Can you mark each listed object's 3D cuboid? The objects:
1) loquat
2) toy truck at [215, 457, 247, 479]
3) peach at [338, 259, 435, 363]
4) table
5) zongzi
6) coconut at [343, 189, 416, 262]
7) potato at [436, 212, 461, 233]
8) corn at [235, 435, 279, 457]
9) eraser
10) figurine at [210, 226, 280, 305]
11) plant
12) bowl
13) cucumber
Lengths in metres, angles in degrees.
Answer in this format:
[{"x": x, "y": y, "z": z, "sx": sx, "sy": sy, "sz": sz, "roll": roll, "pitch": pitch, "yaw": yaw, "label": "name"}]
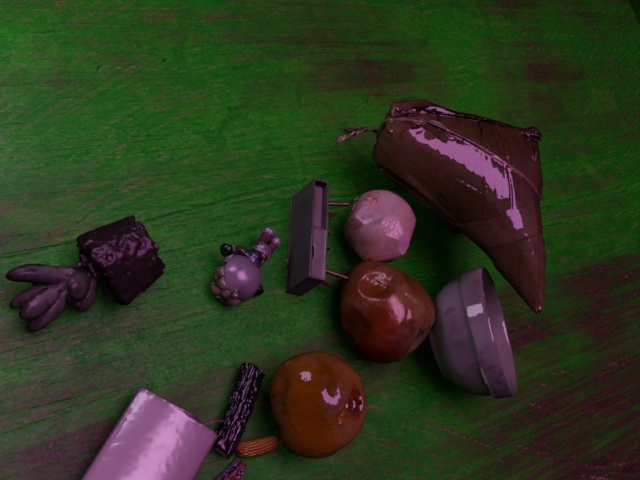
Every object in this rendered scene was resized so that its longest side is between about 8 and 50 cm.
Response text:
[{"x": -0.007, "y": 0.329, "z": 1.385, "sx": 0.213, "sy": 0.213, "sz": 0.213, "roll": 12, "pitch": 65, "yaw": -26, "label": "loquat"}, {"x": -0.176, "y": 0.458, "z": 1.327, "sx": 0.032, "sy": 0.024, "sz": 0.083, "roll": 36, "pitch": 51, "yaw": 14, "label": "toy truck"}, {"x": 0.140, "y": 0.151, "z": 1.550, "sx": 0.214, "sy": 0.214, "sz": 0.235, "roll": -24, "pitch": 66, "yaw": -35, "label": "peach"}, {"x": 0.000, "y": 0.000, "z": 1.563, "sx": 0.111, "sy": 0.121, "sz": 0.240, "roll": 14, "pitch": 64, "yaw": -24, "label": "table"}, {"x": 0.293, "y": -0.090, "z": 1.557, "sx": 0.499, "sy": 0.218, "sz": 0.467, "roll": 10, "pitch": 59, "yaw": -18, "label": "zongzi"}, {"x": 0.135, "y": -0.026, "z": 1.623, "sx": 0.171, "sy": 0.171, "sz": 0.183, "roll": 38, "pitch": 49, "yaw": -12, "label": "coconut"}, {"x": 0.412, "y": -0.122, "z": 1.842, "sx": 0.165, "sy": 0.165, "sz": 0.262, "roll": 48, "pitch": 52, "yaw": -5, "label": "potato"}, {"x": -0.125, "y": 0.412, "z": 1.370, "sx": 0.092, "sy": 0.037, "sz": 0.037, "roll": -4, "pitch": 72, "yaw": -32, "label": "corn"}, {"x": -0.320, "y": 0.421, "z": 1.213, "sx": 0.174, "sy": 0.095, "sz": 0.270, "roll": 32, "pitch": 56, "yaw": -6, "label": "eraser"}, {"x": -0.160, "y": 0.055, "z": 1.468, "sx": 0.147, "sy": 0.093, "sz": 0.197, "roll": 56, "pitch": 42, "yaw": -27, "label": "figurine"}, {"x": -0.429, "y": 0.068, "z": 1.266, "sx": 0.274, "sy": 0.149, "sz": 0.147, "roll": -27, "pitch": 111, "yaw": -30, "label": "plant"}, {"x": 0.351, "y": 0.227, "z": 1.612, "sx": 0.307, "sy": 0.163, "sz": 0.307, "roll": -17, "pitch": 90, "yaw": -74, "label": "bowl"}, {"x": -0.163, "y": 0.337, "z": 1.364, "sx": 0.058, "sy": 0.058, "sz": 0.187, "roll": 30, "pitch": 58, "yaw": -17, "label": "cucumber"}]
